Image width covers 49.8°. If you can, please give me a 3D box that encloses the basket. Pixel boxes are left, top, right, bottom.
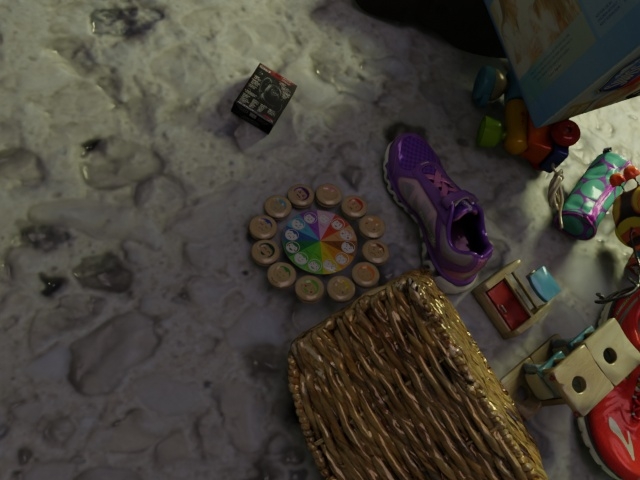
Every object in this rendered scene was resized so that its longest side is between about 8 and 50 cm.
[{"bbox_3d":[0.109,0.207,0.836,0.213,0.223,0.299,-33,83,11],"label":"basket"}]

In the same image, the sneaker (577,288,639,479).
[{"bbox_3d":[0.430,0.185,0.936,0.107,0.118,0.279,19,67,-10],"label":"sneaker"}]

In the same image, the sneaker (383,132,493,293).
[{"bbox_3d":[0.168,-0.050,0.940,0.095,0.104,0.236,-17,77,-21],"label":"sneaker"}]

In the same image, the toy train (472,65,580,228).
[{"bbox_3d":[0.297,-0.146,1.023,0.143,0.105,0.248,9,70,-3],"label":"toy train"}]

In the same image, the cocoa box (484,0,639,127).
[{"bbox_3d":[0.376,-0.316,0.830,0.228,0.347,0.231,-20,84,-5],"label":"cocoa box"}]

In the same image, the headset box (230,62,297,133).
[{"bbox_3d":[-0.076,-0.199,0.950,0.062,0.032,0.083,30,65,-7],"label":"headset box"}]

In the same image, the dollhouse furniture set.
[{"bbox_3d":[0.287,0.124,0.905,0.129,0.129,0.184,-32,85,-25],"label":"dollhouse furniture set"}]

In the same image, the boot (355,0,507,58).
[{"bbox_3d":[0.207,-0.381,1.071,0.305,0.112,0.115,19,57,-9],"label":"boot"}]

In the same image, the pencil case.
[{"bbox_3d":[0.419,-0.070,1.047,0.064,0.070,0.152,45,66,-9],"label":"pencil case"}]

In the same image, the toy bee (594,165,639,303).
[{"bbox_3d":[0.479,-0.034,0.948,0.298,0.195,0.162,-9,77,-49],"label":"toy bee"}]

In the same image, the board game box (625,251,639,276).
[{"bbox_3d":[0.609,-0.016,1.115,0.145,0.027,0.281,40,65,-3],"label":"board game box"}]

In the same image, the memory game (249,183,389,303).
[{"bbox_3d":[0.000,0.000,0.892,0.186,0.012,0.186,4,57,-6],"label":"memory game"}]
